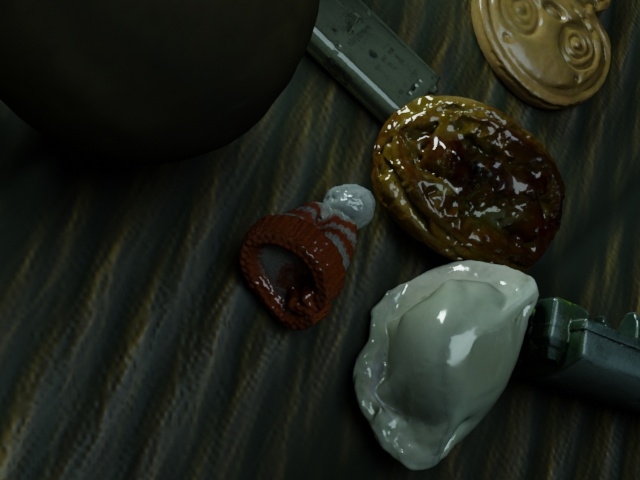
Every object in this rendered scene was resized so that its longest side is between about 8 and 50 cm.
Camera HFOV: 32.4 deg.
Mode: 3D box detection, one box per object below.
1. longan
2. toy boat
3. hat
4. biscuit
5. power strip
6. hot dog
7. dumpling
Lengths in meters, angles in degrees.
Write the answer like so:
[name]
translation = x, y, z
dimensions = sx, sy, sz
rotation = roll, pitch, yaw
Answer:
[longan]
translation = -0.146, -0.214, 0.930
dimensions = 0.319, 0.319, 0.319
rotation = 11, 66, -26
[toy boat]
translation = 0.339, 0.134, 1.163
dimensions = 0.319, 0.141, 0.092
rotation = 19, 73, -23
[hat]
translation = 0.000, 0.000, 1.071
dimensions = 0.112, 0.093, 0.162
rotation = 56, 37, -11
[biscuit]
translation = 0.283, -0.291, 1.360
dimensions = 0.202, 0.044, 0.288
rotation = 30, 61, -16
[power strip]
translation = 0.040, -0.208, 1.191
dimensions = 0.268, 0.034, 0.092
rotation = 42, 56, -9
[hot dog]
translation = 0.161, -0.052, 1.154
dimensions = 0.227, 0.099, 0.160
rotation = 27, 88, -20
[dumpling]
translation = 0.109, 0.106, 1.066
dimensions = 0.151, 0.124, 0.229
rotation = 23, 63, 24
